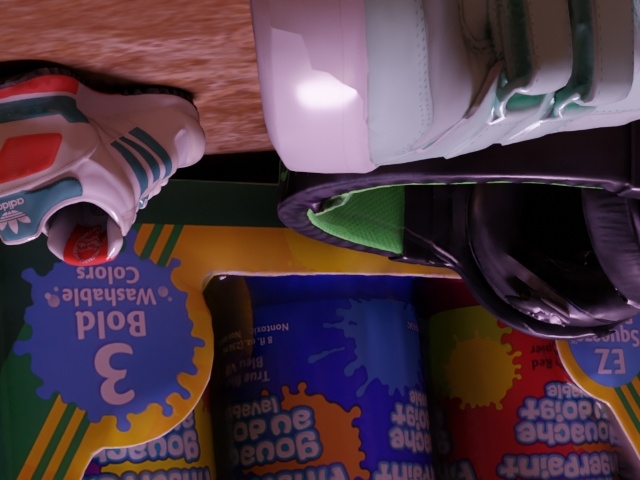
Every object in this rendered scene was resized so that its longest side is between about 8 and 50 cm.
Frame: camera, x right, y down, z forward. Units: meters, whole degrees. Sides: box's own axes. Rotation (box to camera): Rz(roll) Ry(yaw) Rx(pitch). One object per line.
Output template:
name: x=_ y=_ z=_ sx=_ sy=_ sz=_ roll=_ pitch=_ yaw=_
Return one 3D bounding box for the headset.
headset: x=0.167 y=0.007 z=0.936 sx=0.394 sy=0.185 sz=0.243 roll=6 pitch=169 yaw=-24

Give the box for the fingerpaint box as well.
fingerpaint box: x=0.003 y=0.161 z=1.045 sx=0.444 sy=0.371 sz=0.163 roll=2 pitch=167 yaw=-29

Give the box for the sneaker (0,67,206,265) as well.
sneaker: x=-0.096 y=-0.025 z=0.746 sx=0.057 sy=0.075 sz=0.161 roll=-11 pitch=174 yaw=21

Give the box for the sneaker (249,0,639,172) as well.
sneaker: x=0.072 y=-0.072 z=0.422 sx=0.151 sy=0.094 sz=0.256 roll=-4 pitch=-174 yaw=16
